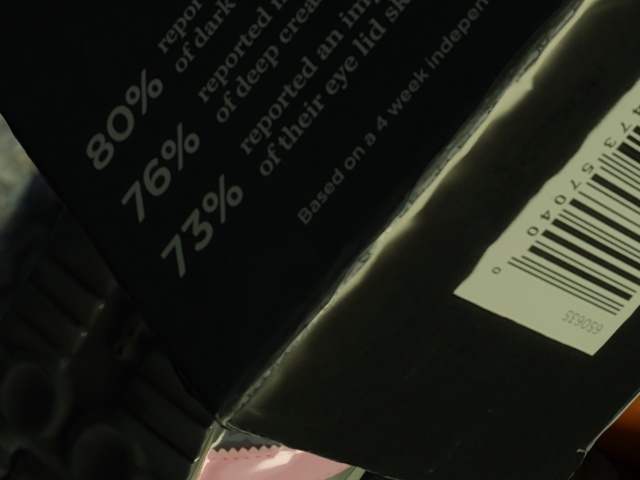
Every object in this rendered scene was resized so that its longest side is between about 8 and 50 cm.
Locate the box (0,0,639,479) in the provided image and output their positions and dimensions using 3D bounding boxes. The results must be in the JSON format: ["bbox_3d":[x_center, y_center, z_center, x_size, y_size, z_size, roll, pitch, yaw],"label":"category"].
[{"bbox_3d":[0.009,-0.070,0.405,0.153,0.207,0.108,-50,140,15],"label":"box"}]

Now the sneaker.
[{"bbox_3d":[0.000,0.000,0.568,0.319,0.112,0.131,-51,157,19],"label":"sneaker"}]

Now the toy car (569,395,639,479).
[{"bbox_3d":[0.174,0.088,0.764,0.182,0.159,0.136,13,80,-41],"label":"toy car"}]
